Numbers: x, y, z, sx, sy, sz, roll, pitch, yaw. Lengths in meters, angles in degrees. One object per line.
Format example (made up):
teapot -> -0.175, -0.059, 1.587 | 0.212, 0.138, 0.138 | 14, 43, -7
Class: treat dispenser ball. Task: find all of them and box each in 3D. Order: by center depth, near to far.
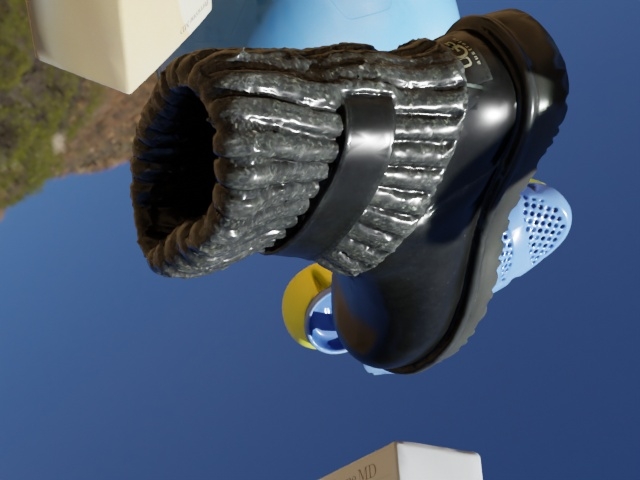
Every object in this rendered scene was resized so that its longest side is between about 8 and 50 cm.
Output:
treat dispenser ball -> -0.011, -0.176, 0.968 | 0.288, 0.288, 0.288 | -30, -156, 15

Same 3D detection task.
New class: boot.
boot -> -0.002, -0.004, 0.704 | 0.260, 0.348, 0.131 | -18, -129, -29

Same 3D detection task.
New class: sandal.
sandal -> 0.125, 0.045, 1.044 | 0.317, 0.126, 0.138 | -30, -150, -6

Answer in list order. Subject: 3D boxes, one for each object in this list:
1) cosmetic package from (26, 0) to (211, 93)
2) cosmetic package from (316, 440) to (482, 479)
cosmetic package -> -0.065, -0.111, 0.325 | 0.041, 0.115, 0.060 | 23, -127, 14
cosmetic package -> 0.058, 0.268, 0.709 | 0.117, 0.085, 0.231 | -40, -134, 47
